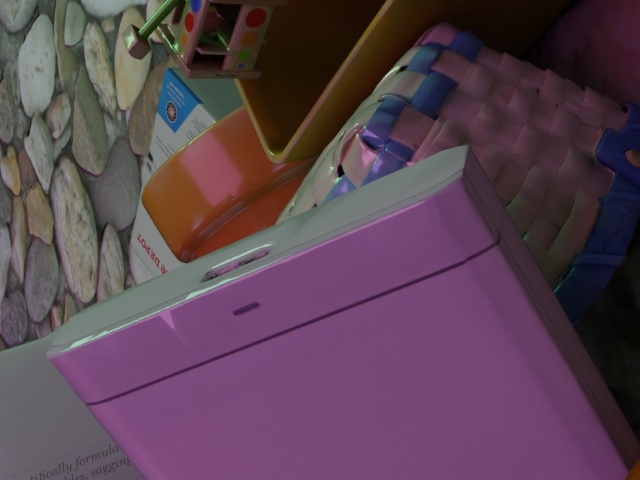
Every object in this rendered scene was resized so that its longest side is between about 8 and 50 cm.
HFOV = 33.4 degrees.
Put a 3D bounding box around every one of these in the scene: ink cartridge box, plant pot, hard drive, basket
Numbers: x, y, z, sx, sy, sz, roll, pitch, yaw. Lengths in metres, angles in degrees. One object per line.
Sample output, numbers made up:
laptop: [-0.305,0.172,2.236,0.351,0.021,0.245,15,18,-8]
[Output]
ink cartridge box: [-0.101,-0.042,1.016,0.148,0.086,0.203,47,132,41]
plant pot: [0.054,-0.195,0.683,0.212,0.187,0.212,-51,54,46]
hard drive: [0.053,0.146,0.545,0.233,0.047,0.353,-23,113,25]
plant pot: [0.000,0.000,0.803,0.188,0.205,0.205,60,141,7]
basket: [0.121,0.031,0.611,0.289,0.201,0.255,40,134,-1]

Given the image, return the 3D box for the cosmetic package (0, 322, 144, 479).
cosmetic package: [-0.167,0.211,0.933,0.385,0.217,0.156,97,150,-61]

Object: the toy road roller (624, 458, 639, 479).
toy road roller: [0.275,0.119,0.398,0.330,0.240,0.202,-13,106,13]

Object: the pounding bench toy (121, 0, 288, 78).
pounding bench toy: [-0.072,-0.138,0.634,0.052,0.083,0.065,56,137,35]
